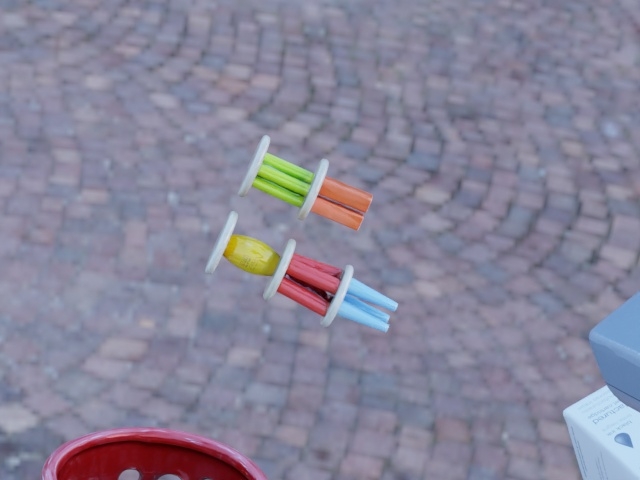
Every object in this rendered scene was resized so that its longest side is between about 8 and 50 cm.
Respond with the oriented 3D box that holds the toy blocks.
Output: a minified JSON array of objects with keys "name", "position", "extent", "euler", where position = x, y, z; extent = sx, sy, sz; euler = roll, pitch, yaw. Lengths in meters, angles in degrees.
[{"name":"toy blocks","position":[0.000,0.000,1.360],"extent":[0.148,0.054,0.123],"euler":[24,71,-6]}]

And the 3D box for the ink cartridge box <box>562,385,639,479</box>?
[{"name":"ink cartridge box","position":[0.402,0.225,1.732],"extent":[0.198,0.114,0.273],"euler":[-28,32,-12]}]

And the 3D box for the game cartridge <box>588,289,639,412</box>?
[{"name":"game cartridge","position":[0.265,-0.002,0.702],"extent":[0.297,0.062,0.198],"euler":[-29,10,-8]}]

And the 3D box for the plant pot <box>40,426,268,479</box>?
[{"name":"plant pot","position":[-0.146,0.271,1.455],"extent":[0.191,0.174,0.191],"euler":[9,19,-3]}]
